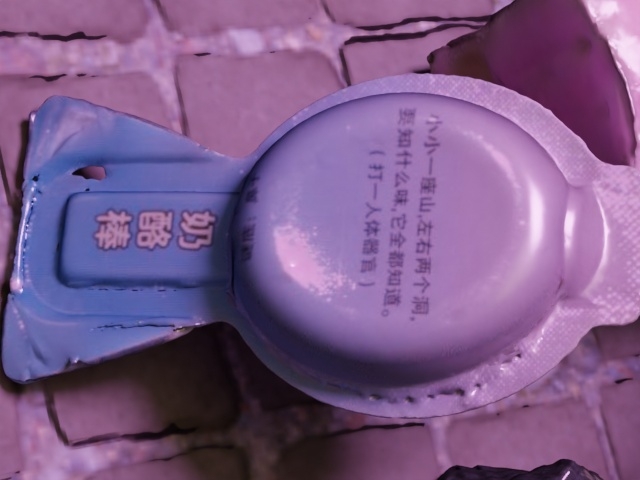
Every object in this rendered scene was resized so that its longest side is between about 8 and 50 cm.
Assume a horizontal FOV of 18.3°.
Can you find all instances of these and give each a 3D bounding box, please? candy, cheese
[{"bbox_3d":[0.189,-0.057,0.853,0.265,0.155,0.115,-4,80,-26],"label":"candy"},{"bbox_3d":[0.000,0.000,0.744,0.245,0.052,0.135,1,70,14],"label":"cheese"}]

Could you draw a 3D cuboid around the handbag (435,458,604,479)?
[{"bbox_3d":[0.062,0.202,0.763,0.270,0.089,0.175,-41,102,-30],"label":"handbag"}]
